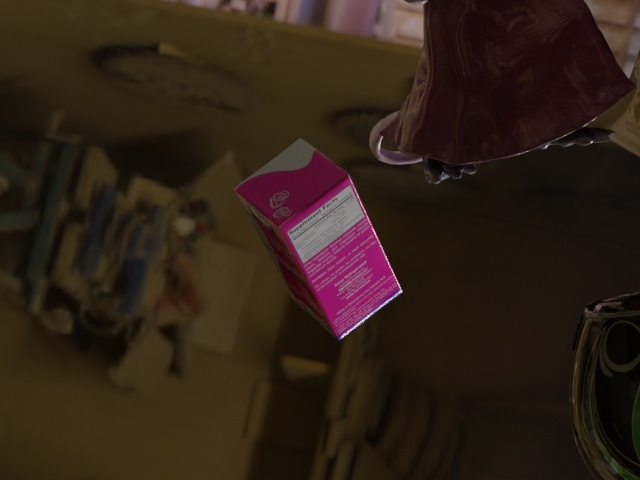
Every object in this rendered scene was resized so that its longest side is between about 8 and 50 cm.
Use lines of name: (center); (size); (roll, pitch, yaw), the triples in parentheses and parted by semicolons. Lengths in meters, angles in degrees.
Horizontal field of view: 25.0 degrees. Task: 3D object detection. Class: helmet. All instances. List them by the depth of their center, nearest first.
helmet: (0.249, 0.114, 0.951); (0.169, 0.169, 0.161); (-36, 116, -83)

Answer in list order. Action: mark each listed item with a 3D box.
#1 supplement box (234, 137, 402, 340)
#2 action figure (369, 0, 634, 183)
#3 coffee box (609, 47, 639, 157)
supplement box: (0.000, 0.000, 1.795); (0.114, 0.111, 0.220); (-37, 132, -13)
action figure: (0.141, -0.253, 1.301); (0.276, 0.248, 0.370); (-159, -131, -71)
coffee box: (0.389, -0.204, 1.336); (0.168, 0.119, 0.297); (-115, -138, -75)
